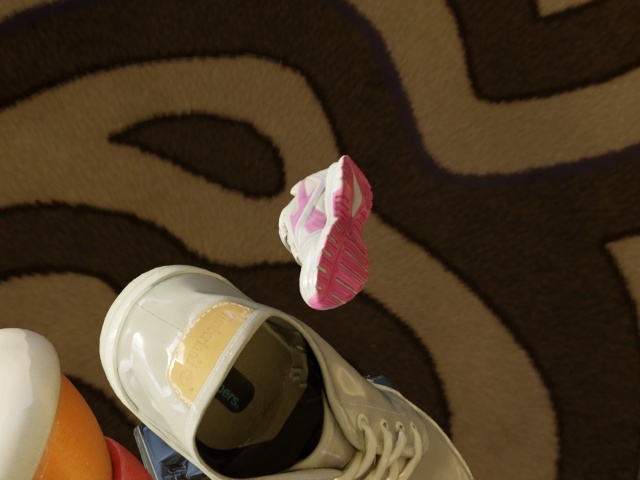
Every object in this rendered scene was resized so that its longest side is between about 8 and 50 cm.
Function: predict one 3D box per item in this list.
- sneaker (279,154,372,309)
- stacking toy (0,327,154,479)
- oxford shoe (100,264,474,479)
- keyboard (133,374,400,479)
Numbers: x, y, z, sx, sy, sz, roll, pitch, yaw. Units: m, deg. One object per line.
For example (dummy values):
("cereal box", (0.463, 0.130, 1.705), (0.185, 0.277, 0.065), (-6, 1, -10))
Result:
("sneaker", (0.000, 0.000, 1.746), (0.111, 0.252, 0.103), (-19, 128, 28))
("stacking toy", (-0.213, 0.339, 1.192), (0.480, 0.351, 0.350), (40, 82, -27))
("oxford shoe", (0.007, 0.173, 1.022), (0.449, 0.130, 0.169), (43, 74, -40))
("keyboard", (-0.031, 0.245, 1.403), (0.317, 0.201, 0.033), (-9, 129, -19))
